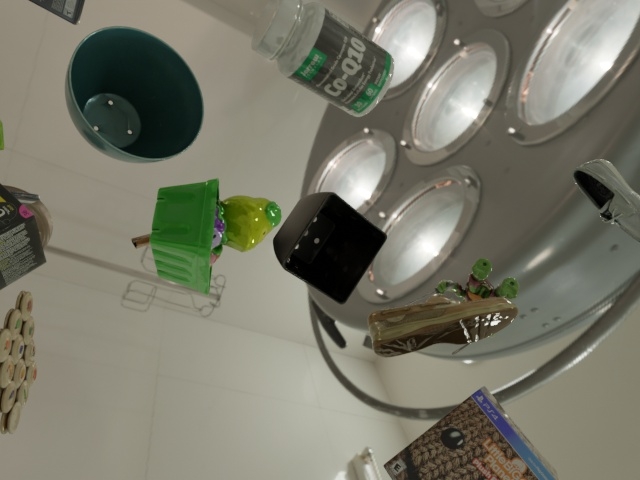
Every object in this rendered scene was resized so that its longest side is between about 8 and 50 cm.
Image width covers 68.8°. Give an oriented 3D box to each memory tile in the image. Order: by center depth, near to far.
[{"bbox_3d":[-0.368,0.147,0.569,0.113,0.012,0.148,-115,-146,-60],"label":"memory tile"}]

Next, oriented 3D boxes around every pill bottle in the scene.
[{"bbox_3d":[0.007,-0.508,1.278,0.204,0.360,0.204,-40,-142,42],"label":"pill bottle"}]

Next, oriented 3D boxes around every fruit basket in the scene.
[{"bbox_3d":[-0.300,-0.014,1.409,0.392,0.391,0.283,-36,-133,52],"label":"fruit basket"}]

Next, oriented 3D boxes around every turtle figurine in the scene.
[{"bbox_3d":[0.438,0.191,1.368,0.266,0.274,0.198,101,-26,-58],"label":"turtle figurine"}]

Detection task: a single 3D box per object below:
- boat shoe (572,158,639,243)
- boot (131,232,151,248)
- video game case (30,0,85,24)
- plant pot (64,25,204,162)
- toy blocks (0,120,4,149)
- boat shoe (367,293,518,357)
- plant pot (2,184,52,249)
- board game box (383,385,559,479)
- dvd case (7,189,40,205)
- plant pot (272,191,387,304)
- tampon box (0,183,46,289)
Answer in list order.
[{"bbox_3d":[0.601,-0.069,0.954,0.079,0.081,0.228,96,-26,-57],"label":"boat shoe"},{"bbox_3d":[-0.541,-0.040,1.718,0.264,0.280,0.096,6,-70,57],"label":"boot"},{"bbox_3d":[-0.669,-0.661,1.076,0.196,0.274,0.026,-59,-170,23],"label":"video game case"},{"bbox_3d":[-0.444,-0.303,1.071,0.195,0.290,0.290,-10,-119,47],"label":"plant pot"},{"bbox_3d":[-0.594,-0.144,0.485,0.261,0.381,0.191,117,-41,-62],"label":"toy blocks"},{"bbox_3d":[0.279,0.175,1.088,0.122,0.340,0.110,77,2,-48],"label":"boat shoe"},{"bbox_3d":[-0.960,-0.005,1.378,0.263,0.263,0.229,-62,-153,18],"label":"plant pot"},{"bbox_3d":[0.336,0.516,1.058,0.291,0.141,0.232,-43,-116,8],"label":"board game box"},{"bbox_3d":[-0.740,-0.063,0.976,0.164,0.221,0.018,5,66,-81],"label":"dvd case"},{"bbox_3d":[0.000,0.000,1.058,0.188,0.187,0.167,-56,-148,-2],"label":"plant pot"},{"bbox_3d":[-0.583,-0.011,0.835,0.101,0.120,0.161,-44,171,-39],"label":"tampon box"}]
